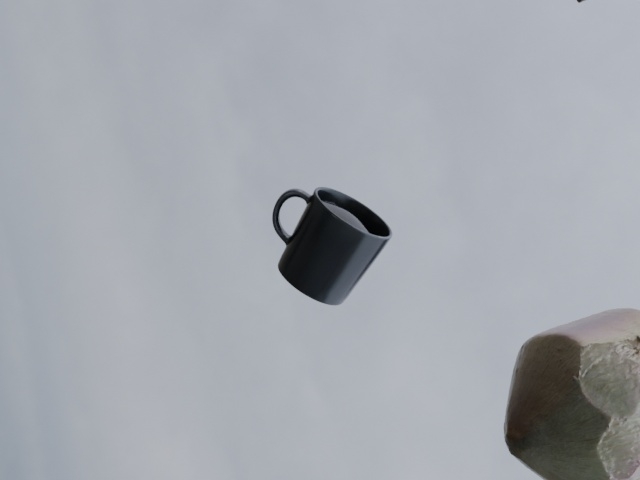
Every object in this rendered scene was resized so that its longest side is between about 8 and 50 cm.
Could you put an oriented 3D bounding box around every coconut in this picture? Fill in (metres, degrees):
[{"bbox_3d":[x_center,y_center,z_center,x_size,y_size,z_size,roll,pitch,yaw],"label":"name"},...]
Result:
[{"bbox_3d":[0.315,0.192,1.423,0.224,0.234,0.224,23,-62,51],"label":"coconut"}]

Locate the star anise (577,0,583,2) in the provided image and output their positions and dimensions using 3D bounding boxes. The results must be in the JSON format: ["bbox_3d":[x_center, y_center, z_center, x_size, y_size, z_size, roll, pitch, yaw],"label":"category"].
[{"bbox_3d":[0.401,-0.222,1.198,0.227,0.218,0.148,-9,-106,50],"label":"star anise"}]

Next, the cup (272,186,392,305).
[{"bbox_3d":[0.000,0.000,1.076,0.077,0.100,0.078,-58,177,18],"label":"cup"}]
